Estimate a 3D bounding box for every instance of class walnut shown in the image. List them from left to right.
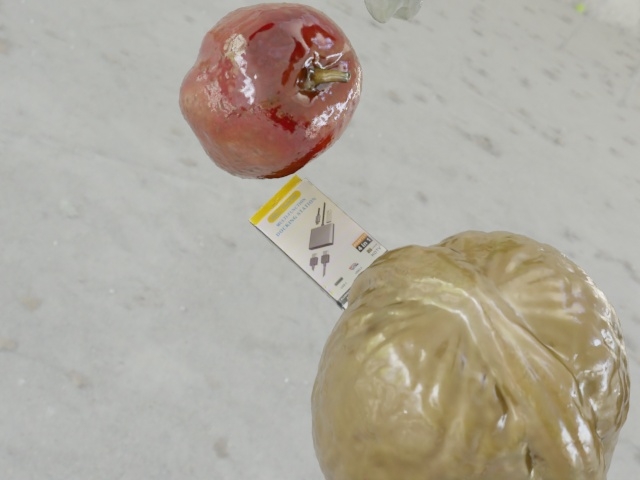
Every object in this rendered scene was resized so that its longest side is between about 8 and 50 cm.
[{"bbox_3d":[0.135,0.141,0.842,0.333,0.332,0.332,23,28,-13],"label":"walnut"}]

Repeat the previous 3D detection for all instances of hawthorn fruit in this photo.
[{"bbox_3d":[-0.053,-0.233,1.403,0.287,0.287,0.330,11,-4,-32],"label":"hawthorn fruit"}]

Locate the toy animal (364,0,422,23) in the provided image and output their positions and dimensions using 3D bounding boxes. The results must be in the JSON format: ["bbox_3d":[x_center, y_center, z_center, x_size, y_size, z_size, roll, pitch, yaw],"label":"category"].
[{"bbox_3d":[0.107,-0.430,1.065,0.188,0.307,0.266,37,51,12],"label":"toy animal"}]

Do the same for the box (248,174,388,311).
[{"bbox_3d":[0.000,0.000,1.577,0.247,0.129,0.033,41,-10,15],"label":"box"}]
